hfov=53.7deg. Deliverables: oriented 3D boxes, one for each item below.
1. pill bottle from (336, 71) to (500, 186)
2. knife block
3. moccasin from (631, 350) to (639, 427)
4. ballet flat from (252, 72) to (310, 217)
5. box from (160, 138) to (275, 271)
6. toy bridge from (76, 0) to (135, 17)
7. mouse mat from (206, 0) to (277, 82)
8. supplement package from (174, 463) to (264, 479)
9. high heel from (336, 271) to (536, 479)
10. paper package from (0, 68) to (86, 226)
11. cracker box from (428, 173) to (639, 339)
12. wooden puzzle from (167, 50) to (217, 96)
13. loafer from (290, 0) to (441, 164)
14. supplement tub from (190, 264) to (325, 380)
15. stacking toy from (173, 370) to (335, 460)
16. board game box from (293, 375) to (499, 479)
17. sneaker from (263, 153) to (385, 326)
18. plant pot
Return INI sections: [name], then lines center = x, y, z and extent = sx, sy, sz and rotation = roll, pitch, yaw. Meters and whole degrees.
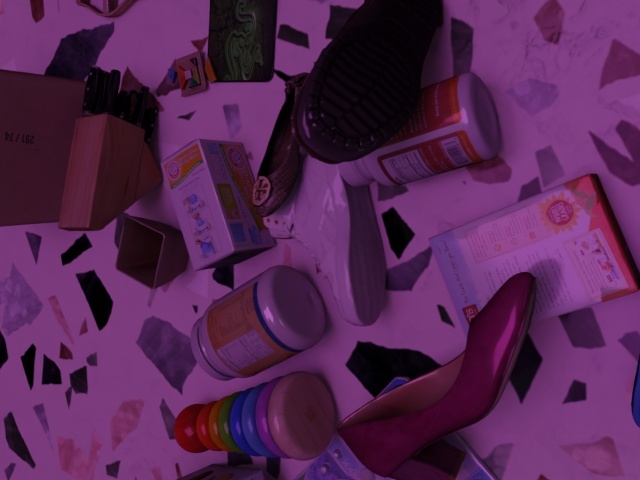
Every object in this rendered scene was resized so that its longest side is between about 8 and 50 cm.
[pill bottle]
center = 0.131, -0.146, 0.892
extent = 0.216, 0.121, 0.121
rotation = -13, 87, 32
[knife block]
center = -0.406, -0.181, 1.165
extent = 0.088, 0.276, 0.242
rotation = -1, 124, 32
[moccasin]
center = 0.444, 0.066, 0.728
extent = 0.116, 0.137, 0.342
rotation = 9, 113, 27
[ballet flat]
center = -0.059, -0.156, 0.988
extent = 0.084, 0.058, 0.250
rotation = 6, 70, 45
[box]
center = -0.178, -0.063, 1.098
extent = 0.103, 0.114, 0.203
rotation = -24, 81, 33
[toy bridge]
center = -0.421, -0.482, 1.265
extent = 0.188, 0.026, 0.063
rotation = 7, 101, 31
[mouse mat]
center = -0.140, -0.375, 1.110
extent = 0.152, 0.007, 0.190
rotation = 8, 100, 31
[supplement package]
center = -0.213, 0.498, 1.091
extent = 0.194, 0.203, 0.149
rotation = -20, 83, 50
[high heel]
center = 0.143, 0.179, 0.838
extent = 0.181, 0.127, 0.378
rotation = 26, 114, 17
[paper package]
center = -0.653, -0.186, 1.264
extent = 0.168, 0.324, 0.310
rotation = 11, 101, 31
[cracker box]
center = 0.281, 0.026, 0.845
extent = 0.232, 0.067, 0.156
rotation = -24, 83, 31
[wooden puzzle]
center = -0.241, -0.309, 1.170
extent = 0.116, 0.014, 0.079
rotation = -15, 87, 37
[loafer]
center = 0.061, -0.220, 0.848
extent = 0.133, 0.366, 0.130
rotation = 39, 143, -11
[supplement tub]
center = -0.107, 0.143, 1.054
extent = 0.199, 0.144, 0.144
rotation = -31, 78, 31
[stacking toy]
center = -0.136, 0.323, 1.110
extent = 0.330, 0.141, 0.141
rotation = -21, 83, 38
[board game box]
center = 0.131, 0.481, 0.992
extent = 0.390, 0.050, 0.390
rotation = 48, 116, 19
[sneaker]
center = 0.000, 0.000, 1.005
extent = 0.169, 0.108, 0.293
rotation = -16, 76, 34
[plant pot]
center = -0.308, 0.019, 1.198
extent = 0.109, 0.096, 0.109
rotation = 23, 105, 29
